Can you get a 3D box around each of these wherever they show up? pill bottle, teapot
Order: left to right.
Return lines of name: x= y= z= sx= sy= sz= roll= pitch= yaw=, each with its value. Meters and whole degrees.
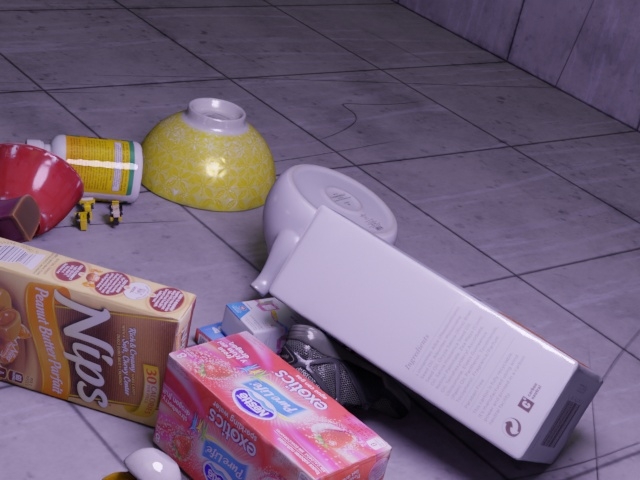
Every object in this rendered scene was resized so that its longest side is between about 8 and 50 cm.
pill bottle: x=-0.439 y=-0.134 z=2.327 sx=0.208 sy=0.118 sz=0.118 roll=4 pitch=27 yaw=-17
teapot: x=0.000 y=0.000 z=2.188 sx=0.256 sy=0.187 sz=0.252 roll=17 pitch=28 yaw=-24

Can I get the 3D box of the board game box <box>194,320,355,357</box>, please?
board game box: x=-0.050 y=0.155 z=2.032 sx=0.281 sy=0.027 sz=0.145 roll=-13 pitch=38 yaw=-43

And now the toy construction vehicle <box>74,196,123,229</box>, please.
toy construction vehicle: x=-0.399 y=-0.046 z=2.274 sx=0.085 sy=0.035 sz=0.098 roll=-5 pitch=27 yaw=-11

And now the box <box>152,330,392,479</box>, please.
box: x=-0.071 y=0.268 z=1.656 sx=0.142 sy=0.154 sz=0.300 roll=-14 pitch=38 yaw=-42

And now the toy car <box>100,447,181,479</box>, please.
toy car: x=-0.189 y=0.348 z=1.479 sx=0.182 sy=0.159 sz=0.136 roll=36 pitch=-2 yaw=40

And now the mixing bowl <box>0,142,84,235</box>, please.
mixing bowl: x=-0.503 y=-0.071 z=2.148 sx=0.181 sy=0.181 sz=0.098 roll=13 pitch=56 yaw=-1

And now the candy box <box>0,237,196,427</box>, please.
candy box: x=-0.346 y=0.127 z=1.771 sx=0.316 sy=0.183 sz=0.087 roll=16 pitch=27 yaw=7

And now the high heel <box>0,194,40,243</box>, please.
high heel: x=-0.576 y=0.058 z=1.947 sx=0.181 sy=0.127 sz=0.377 roll=-13 pitch=25 yaw=21

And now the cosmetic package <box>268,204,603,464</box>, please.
cosmetic package: x=0.172 y=0.141 z=1.877 sx=0.453 sy=0.162 sz=0.230 roll=32 pitch=2 yaw=24

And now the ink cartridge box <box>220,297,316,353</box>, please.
ink cartridge box: x=-0.079 y=0.133 z=1.971 sx=0.122 sy=0.052 sz=0.088 roll=-5 pitch=32 yaw=-36

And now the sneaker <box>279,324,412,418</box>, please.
sneaker: x=0.027 y=0.230 z=1.863 sx=0.227 sy=0.130 sz=0.087 roll=33 pitch=-21 yaw=-24

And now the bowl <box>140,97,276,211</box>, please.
bowl: x=-0.217 y=-0.190 z=2.503 sx=0.289 sy=0.156 sz=0.289 roll=10 pitch=25 yaw=-5
